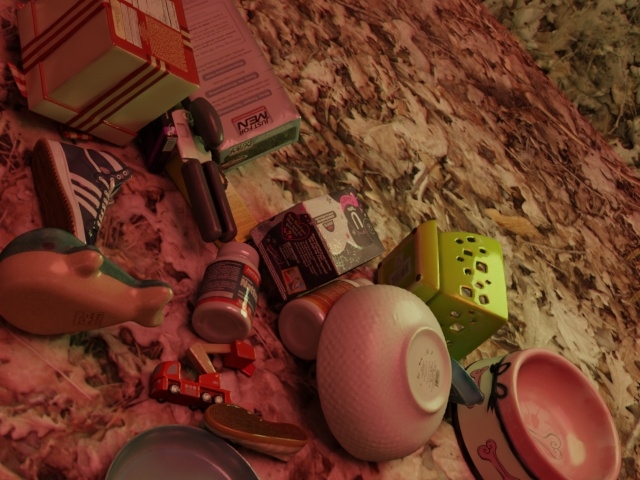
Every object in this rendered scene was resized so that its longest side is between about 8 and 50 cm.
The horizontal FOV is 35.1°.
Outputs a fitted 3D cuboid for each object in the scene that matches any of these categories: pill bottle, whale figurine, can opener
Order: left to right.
[{"bbox_3d":[-0.371,0.063,1.584,0.272,0.216,0.141,8,50,-16],"label":"whale figurine"},{"bbox_3d":[-0.213,-0.137,1.907,0.076,0.095,0.283,1,62,-44],"label":"can opener"},{"bbox_3d":[-0.166,0.091,1.848,0.108,0.108,0.180,33,41,-21],"label":"pill bottle"},{"bbox_3d":[0.025,0.145,1.984,0.216,0.121,0.121,-22,76,-51],"label":"pill bottle"}]

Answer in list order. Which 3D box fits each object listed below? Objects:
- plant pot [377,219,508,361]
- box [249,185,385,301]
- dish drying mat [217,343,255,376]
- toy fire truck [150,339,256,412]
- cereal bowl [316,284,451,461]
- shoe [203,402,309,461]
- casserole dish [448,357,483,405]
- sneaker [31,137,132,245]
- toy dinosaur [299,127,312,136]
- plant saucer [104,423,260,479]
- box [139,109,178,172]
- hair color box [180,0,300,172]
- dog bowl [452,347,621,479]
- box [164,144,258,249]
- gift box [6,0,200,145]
[{"bbox_3d":[0.248,0.106,2.164,0.207,0.228,0.227,24,44,-22],"label":"plant pot"},{"bbox_3d":[0.000,0.000,2.008,0.163,0.142,0.247,64,26,2],"label":"box"},{"bbox_3d":[-0.155,0.214,1.840,0.083,0.008,0.032,40,39,-12],"label":"dish drying mat"},{"bbox_3d":[-0.202,0.225,1.743,0.192,0.047,0.135,20,50,-32],"label":"toy fire truck"},{"bbox_3d":[0.147,0.245,1.907,0.339,0.141,0.339,16,69,-50],"label":"cereal bowl"},{"bbox_3d":[-0.115,0.334,1.723,0.219,0.058,0.076,23,21,-37],"label":"shoe"},{"bbox_3d":[0.270,0.293,2.093,0.037,0.188,0.114,-37,96,-12],"label":"casserole dish"},{"bbox_3d":[-0.395,-0.053,1.749,0.153,0.099,0.282,5,53,-41],"label":"sneaker"},{"bbox_3d":[-0.130,-0.274,2.229,0.268,0.064,0.118,-11,84,-48],"label":"toy dinosaur"},{"bbox_3d":[-0.206,0.441,1.570,0.318,0.044,0.317,26,44,-27],"label":"plant saucer"},{"bbox_3d":[-0.319,-0.228,1.956,0.029,0.116,0.162,-3,61,-30],"label":"box"},{"bbox_3d":[-0.209,-0.343,2.090,0.185,0.113,0.374,-25,72,-14],"label":"hair color box"},{"bbox_3d":[0.486,0.413,2.198,0.408,0.150,0.408,26,44,-28],"label":"dog bowl"},{"bbox_3d":[-0.205,-0.074,1.989,0.232,0.058,0.087,55,38,6],"label":"box"},{"bbox_3d":[-0.414,-0.352,1.845,0.276,0.258,0.255,24,44,-46],"label":"gift box"}]
